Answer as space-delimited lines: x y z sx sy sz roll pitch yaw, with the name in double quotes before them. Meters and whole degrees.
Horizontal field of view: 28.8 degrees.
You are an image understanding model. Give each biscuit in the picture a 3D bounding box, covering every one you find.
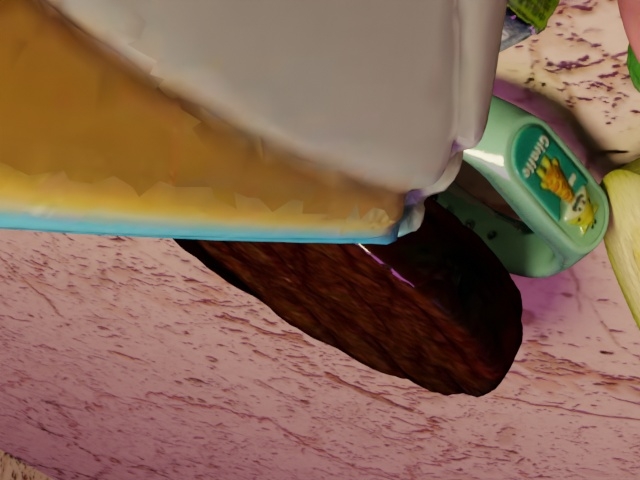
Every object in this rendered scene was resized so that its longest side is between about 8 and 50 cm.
"biscuit" 0.000 0.000 1.118 0.407 0.091 0.407 30 165 9

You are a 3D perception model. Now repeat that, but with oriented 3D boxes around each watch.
"watch" 0.121 -0.054 0.995 0.195 0.068 0.237 12 157 50

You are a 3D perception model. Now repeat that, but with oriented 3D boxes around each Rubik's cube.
"Rubik's cube" -0.151 -0.185 0.455 0.352 0.347 0.351 5 -177 -29

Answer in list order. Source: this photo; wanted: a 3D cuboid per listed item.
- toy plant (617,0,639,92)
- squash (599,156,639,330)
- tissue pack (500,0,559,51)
"toy plant" 0.270 -0.100 0.614 0.317 0.210 0.356 45 162 29
"squash" 0.295 0.052 0.934 0.049 0.252 0.252 -27 152 -7
"tissue pack" 0.017 -0.193 0.805 0.235 0.073 0.173 33 151 -27
